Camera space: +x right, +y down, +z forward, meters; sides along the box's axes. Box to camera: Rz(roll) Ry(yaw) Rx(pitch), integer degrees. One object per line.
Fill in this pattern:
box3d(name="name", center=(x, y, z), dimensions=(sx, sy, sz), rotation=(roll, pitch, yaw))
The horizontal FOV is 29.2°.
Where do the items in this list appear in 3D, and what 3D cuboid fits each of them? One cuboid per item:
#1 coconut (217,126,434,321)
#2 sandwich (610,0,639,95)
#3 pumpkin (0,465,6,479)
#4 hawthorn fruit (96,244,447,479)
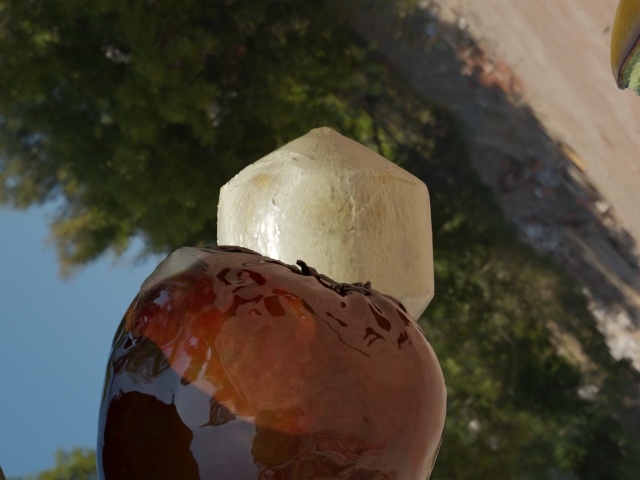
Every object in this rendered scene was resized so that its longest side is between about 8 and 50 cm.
box3d(name="coconut", center=(0.000, 0.000, 1.370), dimensions=(0.245, 0.245, 0.247), rotation=(35, -130, -73))
box3d(name="sandwich", center=(0.414, -0.279, 1.433), dimensions=(0.258, 0.094, 0.096), rotation=(111, 160, -50))
box3d(name="pumpkin", center=(-0.410, 0.285, 0.962), dimensions=(0.344, 0.454, 0.454), rotation=(-8, -138, -37))
box3d(name="hawthorn fruit", center=(-0.051, 0.164, 1.080), dimensions=(0.308, 0.325, 0.308), rotation=(34, -167, -9))
